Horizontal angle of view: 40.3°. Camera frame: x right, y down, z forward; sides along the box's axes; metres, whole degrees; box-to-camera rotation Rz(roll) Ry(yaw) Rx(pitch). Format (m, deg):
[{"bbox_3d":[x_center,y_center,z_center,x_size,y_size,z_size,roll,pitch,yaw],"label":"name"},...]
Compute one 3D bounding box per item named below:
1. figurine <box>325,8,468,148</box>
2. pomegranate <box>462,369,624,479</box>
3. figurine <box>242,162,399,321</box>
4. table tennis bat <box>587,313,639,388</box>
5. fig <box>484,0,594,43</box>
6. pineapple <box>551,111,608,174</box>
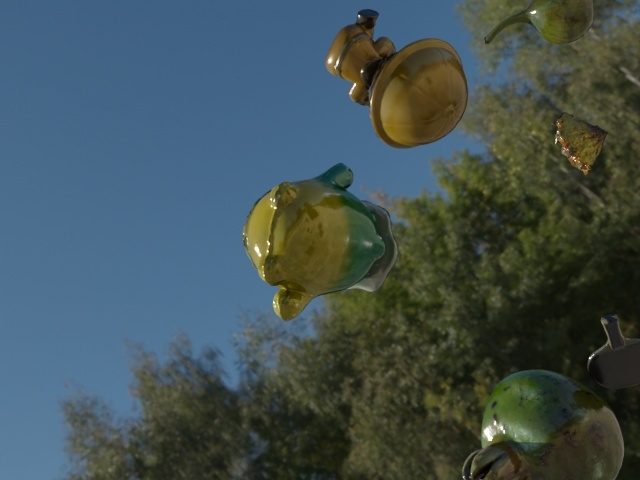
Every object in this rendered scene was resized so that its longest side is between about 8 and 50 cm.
[{"bbox_3d":[0.125,-0.266,1.468,0.167,0.257,0.192,-28,-34,-58],"label":"figurine"},{"bbox_3d":[0.313,0.274,1.196,0.241,0.159,0.190,16,-99,-33],"label":"pomegranate"},{"bbox_3d":[0.000,0.000,1.739,0.340,0.231,0.324,6,-88,-55],"label":"figurine"},{"bbox_3d":[0.401,0.151,1.164,0.095,0.014,0.158,-18,-48,15],"label":"table tennis bat"},{"bbox_3d":[0.488,-0.501,1.965,0.245,0.149,0.149,-10,-26,6],"label":"fig"},{"bbox_3d":[0.426,-0.152,1.414,0.077,0.114,0.114,-29,-23,7],"label":"pineapple"}]
